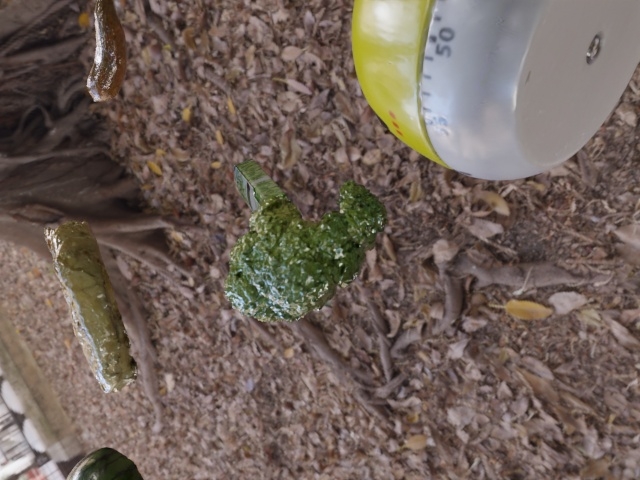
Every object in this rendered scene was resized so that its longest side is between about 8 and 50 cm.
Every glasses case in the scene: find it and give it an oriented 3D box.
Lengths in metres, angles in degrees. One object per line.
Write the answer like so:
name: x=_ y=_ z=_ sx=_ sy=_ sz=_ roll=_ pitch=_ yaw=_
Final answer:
glasses case: x=-0.131 y=-0.096 z=1.211 sx=0.272 sy=0.062 sz=0.095 roll=-133 pitch=23 yaw=-59

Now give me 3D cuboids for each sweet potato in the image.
sweet potato: x=-0.563 y=-0.508 z=1.469 sx=0.097 sy=0.097 sz=0.291 roll=33 pitch=118 yaw=32

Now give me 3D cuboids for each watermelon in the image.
watermelon: x=-0.243 y=0.286 z=0.600 sx=0.106 sy=0.062 sz=0.105 roll=5 pitch=99 yaw=29

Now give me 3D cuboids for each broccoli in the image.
broccoli: x=-0.012 y=-0.011 z=0.879 sx=0.186 sy=0.302 sz=0.254 roll=44 pitch=147 yaw=-4

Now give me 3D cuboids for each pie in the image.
pie: x=-0.410 y=0.117 z=0.982 sx=0.339 sy=0.083 sz=0.339 roll=42 pitch=143 yaw=43

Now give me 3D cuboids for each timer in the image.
timer: x=0.128 y=-0.208 z=0.505 sx=0.285 sy=0.285 sz=0.285 roll=29 pitch=134 yaw=35
